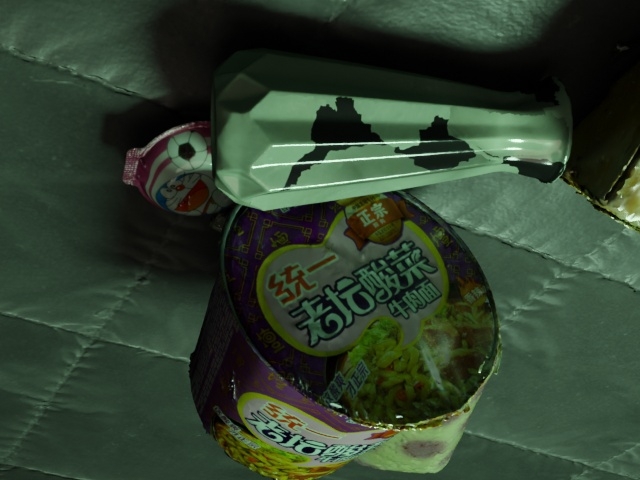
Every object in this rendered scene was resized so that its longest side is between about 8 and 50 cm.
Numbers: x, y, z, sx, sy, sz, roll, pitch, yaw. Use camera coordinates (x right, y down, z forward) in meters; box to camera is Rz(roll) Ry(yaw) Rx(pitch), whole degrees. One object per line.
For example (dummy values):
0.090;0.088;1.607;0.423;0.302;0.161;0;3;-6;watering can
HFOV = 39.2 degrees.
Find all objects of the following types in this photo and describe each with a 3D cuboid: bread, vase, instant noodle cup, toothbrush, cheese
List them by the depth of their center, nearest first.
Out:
0.069;-0.114;0.931;0.360;0.165;0.165;-1;142;-10;vase
0.410;-0.133;0.951;0.248;0.279;0.315;31;95;-13;bread
-0.103;-0.078;1.034;0.244;0.062;0.155;2;140;-23;cheese
0.002;0.123;1.058;0.339;0.340;0.266;13;139;-19;instant noodle cup
-0.002;0.004;1.169;0.294;0.026;0.028;14;138;-20;toothbrush
0.140;0.223;1.346;0.187;0.155;0.338;6;141;-3;bread
